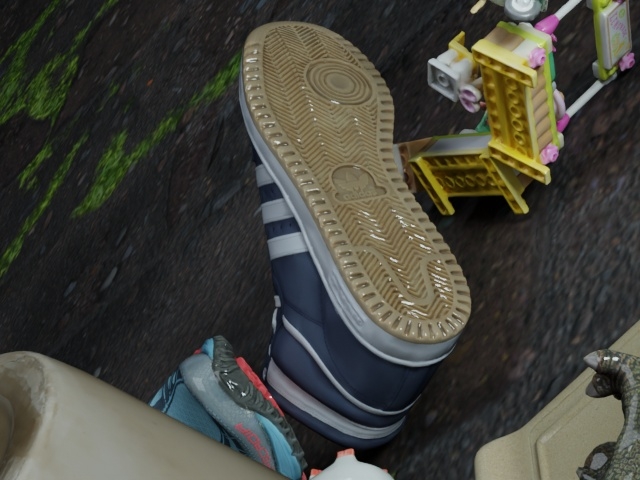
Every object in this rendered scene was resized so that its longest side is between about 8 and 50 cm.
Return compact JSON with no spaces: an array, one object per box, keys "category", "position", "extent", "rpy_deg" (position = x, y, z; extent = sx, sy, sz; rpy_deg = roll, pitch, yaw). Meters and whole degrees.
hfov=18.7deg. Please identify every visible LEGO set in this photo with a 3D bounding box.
[{"category":"LEGO set","position":[0.122,-0.098,1.237],"extent":[0.107,0.132,0.287],"rpy_deg":[-43,-15,-24]}]

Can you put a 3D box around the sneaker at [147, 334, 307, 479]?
[{"category":"sneaker","position":[-0.092,0.156,1.233],"extent":[0.125,0.104,0.262],"rpy_deg":[-32,-16,-25]}]

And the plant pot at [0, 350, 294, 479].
[{"category":"plant pot","position":[-0.102,0.210,0.944],"extent":[0.323,0.280,0.323],"rpy_deg":[-35,25,19]}]

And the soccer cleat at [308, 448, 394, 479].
[{"category":"soccer cleat","position":[-0.026,0.199,1.179],"extent":[0.196,0.068,0.076],"rpy_deg":[-40,33,34]}]

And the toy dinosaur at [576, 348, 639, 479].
[{"category":"toy dinosaur","position":[0.129,0.147,0.744],"extent":[0.313,0.121,0.160],"rpy_deg":[-53,47,19]}]

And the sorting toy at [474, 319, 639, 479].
[{"category":"sorting toy","position":[0.170,0.140,0.870],"extent":[0.229,0.041,0.307],"rpy_deg":[-42,27,27]}]

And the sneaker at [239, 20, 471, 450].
[{"category":"sneaker","position":[0.000,0.000,1.230],"extent":[0.153,0.099,0.282],"rpy_deg":[109,148,-44]}]
